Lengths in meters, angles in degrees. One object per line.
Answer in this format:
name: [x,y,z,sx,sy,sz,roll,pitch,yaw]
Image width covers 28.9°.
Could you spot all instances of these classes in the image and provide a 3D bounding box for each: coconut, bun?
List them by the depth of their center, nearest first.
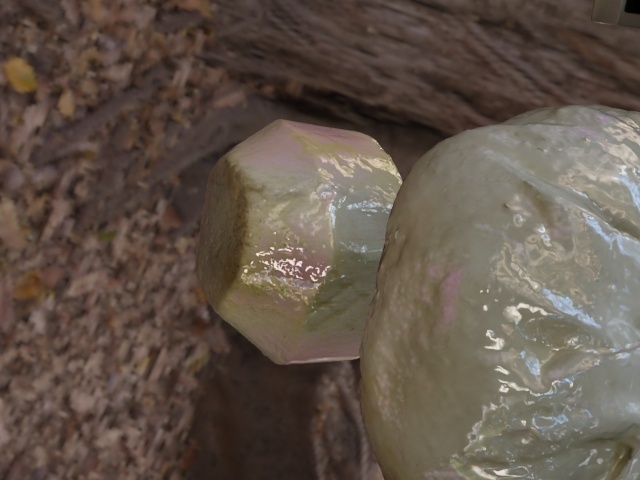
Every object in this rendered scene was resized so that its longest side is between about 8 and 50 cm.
bun: [0.197,0.078,0.896,0.365,0.219,0.365,-19,116,-46]
coconut: [0.000,0.000,1.282,0.259,0.259,0.259,-59,163,-30]

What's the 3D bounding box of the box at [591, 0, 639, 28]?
box: [0.280,-0.303,1.073,0.141,0.058,0.201,-74,170,-48]
